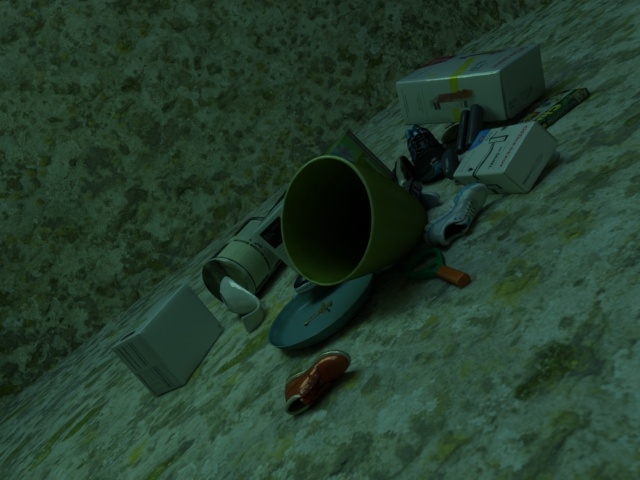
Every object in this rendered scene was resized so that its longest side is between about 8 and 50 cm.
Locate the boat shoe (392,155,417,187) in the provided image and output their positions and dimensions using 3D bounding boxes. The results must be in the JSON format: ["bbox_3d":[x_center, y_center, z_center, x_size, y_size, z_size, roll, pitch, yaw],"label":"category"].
[{"bbox_3d":[0.258,-0.203,1.746,0.095,0.095,0.257,-37,14,24],"label":"boat shoe"}]

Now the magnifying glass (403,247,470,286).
[{"bbox_3d":[0.245,0.061,1.111,0.092,0.026,0.231,-38,13,-6],"label":"magnifying glass"}]

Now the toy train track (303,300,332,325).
[{"bbox_3d":[-0.003,0.168,1.197,0.083,0.014,0.048,-40,21,11],"label":"toy train track"}]

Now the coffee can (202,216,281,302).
[{"bbox_3d":[-0.255,0.070,1.858,0.202,0.201,0.275,-25,19,38],"label":"coffee can"}]

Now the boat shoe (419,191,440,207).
[{"bbox_3d":[0.290,-0.117,1.496,0.040,0.049,0.142,-43,14,-25],"label":"boat shoe"}]

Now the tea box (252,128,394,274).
[{"bbox_3d":[0.014,-0.117,1.654,0.329,0.220,0.323,-39,14,41],"label":"tea box"}]

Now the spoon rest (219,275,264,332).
[{"bbox_3d":[-0.243,0.195,1.646,0.084,0.137,0.276,-27,26,-17],"label":"spoon rest"}]

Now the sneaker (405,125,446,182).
[{"bbox_3d":[0.337,-0.290,1.737,0.125,0.139,0.341,-33,16,11],"label":"sneaker"}]

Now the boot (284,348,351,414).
[{"bbox_3d":[-0.006,0.268,0.989,0.158,0.059,0.084,-40,16,23],"label":"boot"}]

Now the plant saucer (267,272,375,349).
[{"bbox_3d":[0.010,0.161,1.294,0.318,0.043,0.317,-34,14,10],"label":"plant saucer"}]

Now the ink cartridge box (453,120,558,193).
[{"bbox_3d":[0.434,-0.192,1.258,0.148,0.086,0.203,-57,18,-7],"label":"ink cartridge box"}]

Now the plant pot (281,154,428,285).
[{"bbox_3d":[0.109,-0.043,1.214,0.294,0.274,0.275,-1,-16,-45],"label":"plant pot"}]

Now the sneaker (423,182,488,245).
[{"bbox_3d":[0.326,-0.054,1.206,0.190,0.071,0.083,-47,22,-6],"label":"sneaker"}]

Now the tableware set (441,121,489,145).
[{"bbox_3d":[0.512,-0.398,1.873,0.194,0.039,0.128,-30,27,45],"label":"tableware set"}]

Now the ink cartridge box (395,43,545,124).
[{"bbox_3d":[0.490,-0.508,1.737,0.385,0.160,0.279,10,38,45],"label":"ink cartridge box"}]

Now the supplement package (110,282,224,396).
[{"bbox_3d":[-0.458,0.298,1.619,0.145,0.204,0.262,-27,17,30],"label":"supplement package"}]

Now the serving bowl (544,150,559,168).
[{"bbox_3d":[0.518,-0.193,1.250,0.083,0.027,0.083,-34,16,11],"label":"serving bowl"}]

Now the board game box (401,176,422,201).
[{"bbox_3d":[0.177,-0.058,1.480,0.243,0.042,0.165,-42,11,31],"label":"board game box"}]

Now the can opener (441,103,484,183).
[{"bbox_3d":[0.411,-0.288,1.528,0.076,0.095,0.283,-27,41,51],"label":"can opener"}]

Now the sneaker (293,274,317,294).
[{"bbox_3d":[0.000,0.000,1.392,0.282,0.153,0.099,-45,15,-3],"label":"sneaker"}]

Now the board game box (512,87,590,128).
[{"bbox_3d":[0.608,-0.337,1.485,0.260,0.030,0.136,-37,17,-3],"label":"board game box"}]
